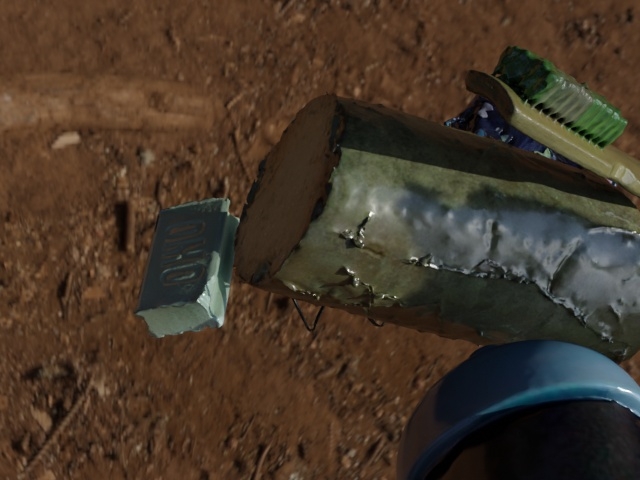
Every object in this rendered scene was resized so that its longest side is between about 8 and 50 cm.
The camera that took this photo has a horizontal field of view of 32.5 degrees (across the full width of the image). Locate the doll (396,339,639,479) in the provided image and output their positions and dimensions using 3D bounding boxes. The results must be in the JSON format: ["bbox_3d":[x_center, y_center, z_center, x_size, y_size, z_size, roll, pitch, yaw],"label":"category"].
[{"bbox_3d":[0.142,0.175,0.686,0.177,0.141,0.314,-25,38,10],"label":"doll"}]

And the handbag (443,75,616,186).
[{"bbox_3d":[0.290,-0.098,1.537,0.162,0.113,0.260,-37,71,-11],"label":"handbag"}]

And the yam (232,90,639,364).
[{"bbox_3d":[0.099,-0.002,0.835,0.304,0.168,0.168,13,65,-21],"label":"yam"}]

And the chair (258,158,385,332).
[{"bbox_3d":[0.000,0.000,1.458,0.140,0.145,0.221,1,34,-45],"label":"chair"}]

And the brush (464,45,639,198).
[{"bbox_3d":[0.198,-0.071,0.767,0.282,0.048,0.054,19,29,-48],"label":"brush"}]

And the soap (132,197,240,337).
[{"bbox_3d":[-0.180,0.035,1.500,0.114,0.063,0.198,-12,43,15],"label":"soap"}]
